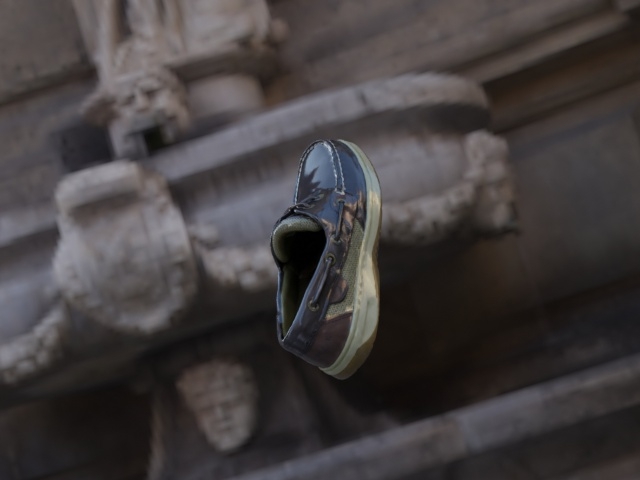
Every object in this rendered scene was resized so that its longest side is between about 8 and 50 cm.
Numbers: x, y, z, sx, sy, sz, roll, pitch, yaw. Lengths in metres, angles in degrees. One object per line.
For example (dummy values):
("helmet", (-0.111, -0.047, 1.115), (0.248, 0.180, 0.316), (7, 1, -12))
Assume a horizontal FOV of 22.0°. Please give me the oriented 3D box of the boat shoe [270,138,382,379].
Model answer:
("boat shoe", (0.000, 0.000, 0.858), (0.049, 0.152, 0.056), (24, -50, -28))
